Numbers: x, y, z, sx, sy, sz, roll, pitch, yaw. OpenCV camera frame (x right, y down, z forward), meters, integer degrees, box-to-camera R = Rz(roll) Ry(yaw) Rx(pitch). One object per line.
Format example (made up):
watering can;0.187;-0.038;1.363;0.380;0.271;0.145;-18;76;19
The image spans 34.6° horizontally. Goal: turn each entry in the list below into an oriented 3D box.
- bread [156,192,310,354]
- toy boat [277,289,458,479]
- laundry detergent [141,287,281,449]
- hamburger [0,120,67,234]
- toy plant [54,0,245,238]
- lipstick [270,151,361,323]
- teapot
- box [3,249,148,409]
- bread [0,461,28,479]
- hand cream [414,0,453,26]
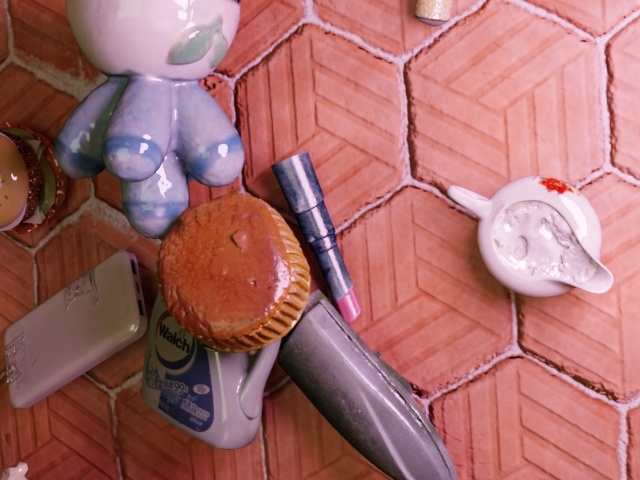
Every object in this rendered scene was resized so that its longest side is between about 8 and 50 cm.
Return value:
bread;-0.112;0.039;1.294;0.199;0.104;0.199;-4;72;13
toy boat;0.067;0.212;1.328;0.319;0.092;0.141;48;144;16
laundry detergent;-0.138;0.120;1.402;0.215;0.105;0.281;25;105;38
hamburger;-0.469;-0.087;1.517;0.175;0.137;0.175;4;100;21
toy plant;-0.218;-0.168;1.335;0.247;0.247;0.332;5;95;23
lipstick;0.000;0.000;1.366;0.053;0.053;0.234;-21;89;25
teapot;0.253;-0.009;1.231;0.226;0.092;0.145;29;104;19
box;-0.369;0.134;1.524;0.285;0.044;0.142;-31;56;26
bread;-0.389;0.452;1.423;0.424;0.329;0.245;-8;62;27
hand cream;0.152;-0.361;1.245;0.084;0.084;0.203;14;109;22
